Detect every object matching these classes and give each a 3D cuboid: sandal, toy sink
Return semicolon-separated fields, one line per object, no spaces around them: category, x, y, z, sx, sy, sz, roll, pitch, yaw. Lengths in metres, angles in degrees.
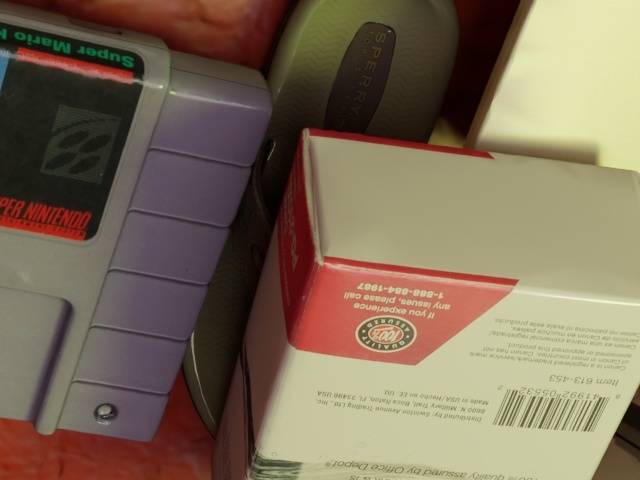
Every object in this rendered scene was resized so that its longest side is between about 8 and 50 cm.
sandal;-0.001;-0.001;0.969;0.120;0.086;0.303;6;113;-16
toy sink;0.178;-0.080;0.965;0.234;0.131;0.153;15;106;-21

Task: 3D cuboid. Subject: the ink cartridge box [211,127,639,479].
ink cartridge box;0.050;0.073;0.903;0.172;0.100;0.237;7;131;-12

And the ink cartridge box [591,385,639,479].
ink cartridge box;0.274;0.221;1.083;0.395;0.166;0.285;-29;114;-2

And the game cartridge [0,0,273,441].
game cartridge;-0.222;-0.021;0.898;0.355;0.068;0.230;11;125;-18
